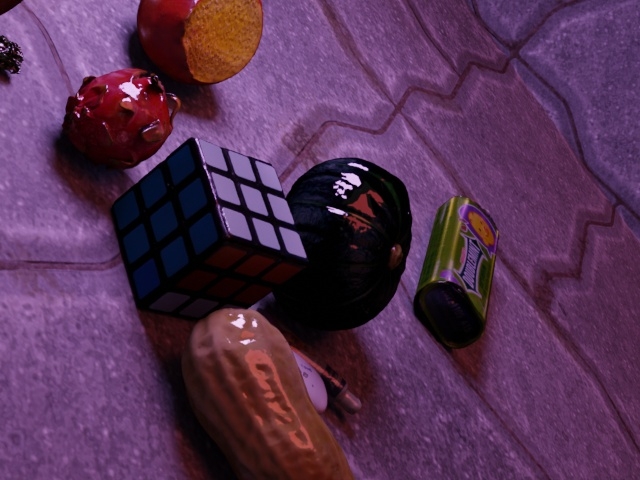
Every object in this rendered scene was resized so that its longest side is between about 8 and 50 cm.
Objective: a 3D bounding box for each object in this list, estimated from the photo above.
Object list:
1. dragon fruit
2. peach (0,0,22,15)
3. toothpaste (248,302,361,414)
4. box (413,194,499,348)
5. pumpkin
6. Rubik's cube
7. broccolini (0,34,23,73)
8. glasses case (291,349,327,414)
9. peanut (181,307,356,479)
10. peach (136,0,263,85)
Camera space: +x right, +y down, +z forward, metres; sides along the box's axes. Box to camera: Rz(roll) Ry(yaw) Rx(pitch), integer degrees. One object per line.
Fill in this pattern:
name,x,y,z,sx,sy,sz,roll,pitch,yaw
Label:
dragon fruit,-0.250,-0.153,1.551,0.166,0.136,0.133,-45,131,-55
peach,-0.416,-0.372,1.379,0.252,0.252,0.252,39,30,-28
toothpaste,-0.027,0.160,1.643,0.216,0.037,0.062,43,27,-10
box,0.247,0.048,2.156,0.134,0.097,0.345,48,27,-12
pumpkin,0.000,0.000,1.711,0.248,0.248,0.248,39,30,-28
Rubik's cube,-0.138,-0.008,1.517,0.163,0.160,0.162,16,45,-51
broccolini,-0.433,-0.217,1.434,0.044,0.042,0.218,34,24,23
glasses case,-0.065,0.163,1.557,0.197,0.049,0.076,38,31,-30
peanut,-0.054,0.219,1.412,0.305,0.147,0.147,58,26,8
peach,-0.175,-0.322,1.807,0.190,0.190,0.192,40,14,-26
